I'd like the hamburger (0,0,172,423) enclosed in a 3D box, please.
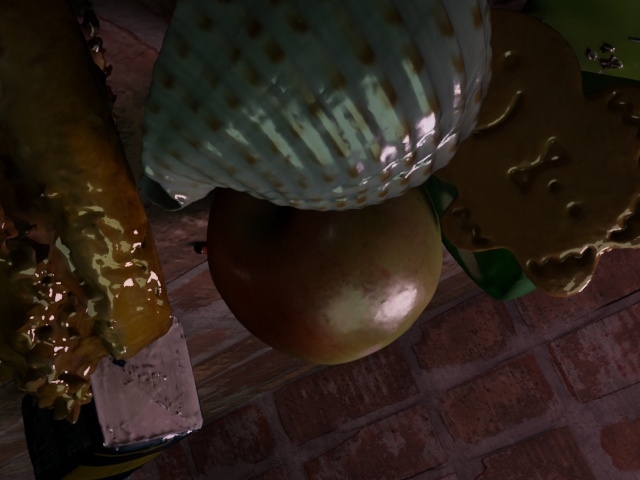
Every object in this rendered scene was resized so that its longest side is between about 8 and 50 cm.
[{"bbox_3d":[-0.276,0.018,0.573,0.268,0.287,0.445,-17,158,-20],"label":"hamburger"}]

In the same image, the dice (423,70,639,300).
[{"bbox_3d":[0.319,-0.104,0.964,0.287,0.300,0.297,-26,162,-4],"label":"dice"}]

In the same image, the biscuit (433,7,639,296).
[{"bbox_3d":[0.241,-0.105,0.746,0.275,0.355,0.052,-35,-175,24],"label":"biscuit"}]

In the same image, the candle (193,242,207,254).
[{"bbox_3d":[-0.162,0.014,1.142,0.026,0.021,0.167,-4,178,34],"label":"candle"}]

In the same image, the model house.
[{"bbox_3d":[0.333,-0.322,0.660,0.294,0.207,0.154,65,46,-64],"label":"model house"}]

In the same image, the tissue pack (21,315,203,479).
[{"bbox_3d":[-0.455,0.359,1.371,0.253,0.264,0.416,-2,151,-40],"label":"tissue pack"}]

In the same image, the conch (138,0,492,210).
[{"bbox_3d":[0.021,-0.135,0.505,0.319,0.215,0.303,-59,168,-21],"label":"conch"}]

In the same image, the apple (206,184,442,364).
[{"bbox_3d":[0.000,0.000,0.845,0.319,0.319,0.277,-26,141,7],"label":"apple"}]
